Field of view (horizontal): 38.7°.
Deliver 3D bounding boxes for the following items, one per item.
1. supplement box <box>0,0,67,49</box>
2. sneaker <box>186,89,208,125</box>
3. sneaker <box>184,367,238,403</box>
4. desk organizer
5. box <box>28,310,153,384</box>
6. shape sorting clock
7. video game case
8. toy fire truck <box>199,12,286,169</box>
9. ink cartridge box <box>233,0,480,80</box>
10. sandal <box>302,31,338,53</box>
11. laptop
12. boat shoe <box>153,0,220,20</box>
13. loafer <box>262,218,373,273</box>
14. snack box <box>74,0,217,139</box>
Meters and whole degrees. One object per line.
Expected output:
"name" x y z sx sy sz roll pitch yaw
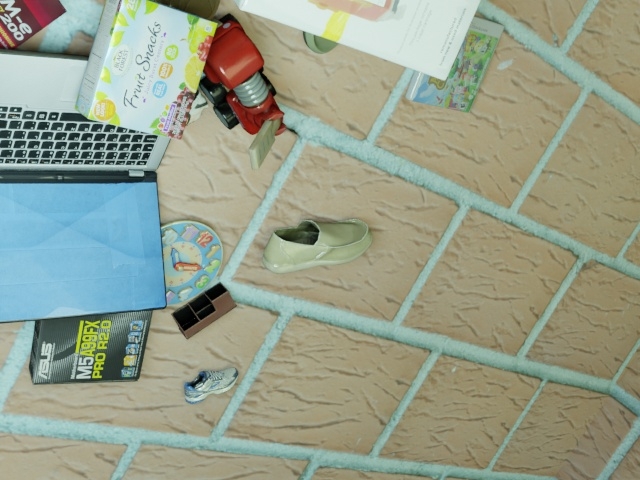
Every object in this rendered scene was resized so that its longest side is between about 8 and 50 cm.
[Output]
"supplement box" -0.533 -0.346 1.413 0.239 0.073 0.130 -39 135 -9
"sneaker" -0.252 -0.230 1.717 0.109 0.040 0.044 -48 136 0
"sneaker" -0.248 0.319 2.070 0.135 0.052 0.058 -26 126 -21
"desk organizer" -0.250 0.150 1.960 0.130 0.047 0.050 -34 130 -14
"box" -0.445 0.156 1.792 0.216 0.060 0.270 3 116 -28
"shape sorting clock" -0.294 0.050 1.867 0.206 0.040 0.206 -18 127 -26
"video game case" 0.299 -0.397 2.023 0.193 0.023 0.212 4 115 -38
"toy fire truck" -0.136 -0.258 1.638 0.158 0.246 0.217 -39 134 -10
"ink cartridge box" 0.035 -0.435 1.566 0.385 0.279 0.160 15 110 -23
"sandal" 0.090 -0.480 1.771 0.120 0.086 0.303 33 96 -44
"laptop" -0.405 -0.083 1.549 0.382 0.236 0.408 -3 141 -36
"boat shoe" -0.296 -0.453 1.504 0.302 0.098 0.109 18 95 -45
"loafer" 0.000 0.000 2.008 0.268 0.102 0.092 -17 133 -26
"snack box" -0.284 -0.284 1.485 0.174 0.070 0.207 11 104 -39
